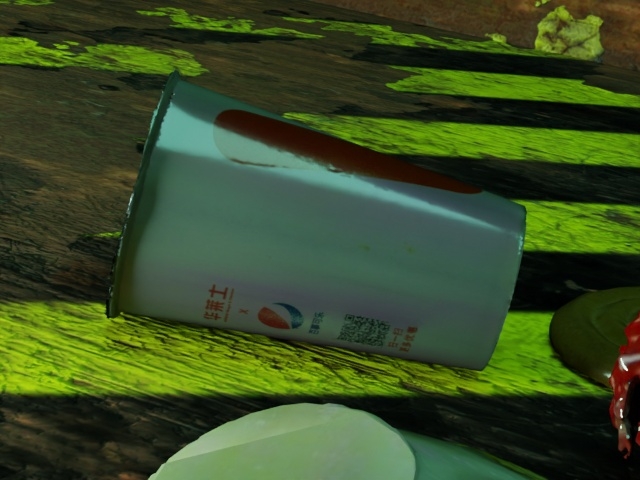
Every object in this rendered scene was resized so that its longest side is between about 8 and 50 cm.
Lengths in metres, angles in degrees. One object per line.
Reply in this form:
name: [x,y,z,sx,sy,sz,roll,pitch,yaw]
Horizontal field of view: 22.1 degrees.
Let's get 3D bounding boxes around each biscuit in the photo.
biscuit: [0.317,0.088,1.334,0.262,0.037,0.262,7,16,-2]

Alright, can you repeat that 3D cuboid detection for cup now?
cup: [0.000,0.000,1.248,0.289,0.203,0.203,15,17,-1]

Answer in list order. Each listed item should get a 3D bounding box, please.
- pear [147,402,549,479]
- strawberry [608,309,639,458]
pear: [0.004,0.190,0.534,0.271,0.271,0.271,8,17,-2]
strawberry: [0.325,0.082,1.040,0.274,0.220,0.274,7,12,-2]
